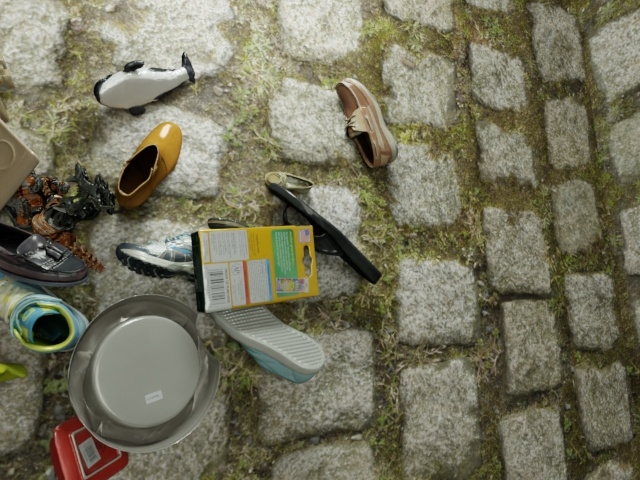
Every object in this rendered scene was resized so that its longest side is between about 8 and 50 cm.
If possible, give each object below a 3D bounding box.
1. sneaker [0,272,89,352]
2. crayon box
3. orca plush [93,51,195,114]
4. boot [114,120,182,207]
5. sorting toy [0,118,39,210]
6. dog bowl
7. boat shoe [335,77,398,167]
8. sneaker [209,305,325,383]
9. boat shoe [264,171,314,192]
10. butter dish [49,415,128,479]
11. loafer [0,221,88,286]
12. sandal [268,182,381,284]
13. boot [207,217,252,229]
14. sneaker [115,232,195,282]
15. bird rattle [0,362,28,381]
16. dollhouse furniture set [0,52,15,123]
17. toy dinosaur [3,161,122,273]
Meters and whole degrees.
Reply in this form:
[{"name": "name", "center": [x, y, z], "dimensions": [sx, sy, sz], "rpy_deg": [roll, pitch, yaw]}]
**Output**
[{"name": "sneaker", "center": [-0.656, 0.133, 0.933], "dimensions": [0.318, 0.208, 0.127], "rpy_deg": [35, 70, -16]}, {"name": "crayon box", "center": [-0.169, 0.069, 1.152], "dimensions": [0.322, 0.083, 0.203], "rpy_deg": [-4, 87, -31]}, {"name": "orca plush", "center": [-0.490, -0.449, 1.175], "dimensions": [0.102, 0.151, 0.287], "rpy_deg": [40, 66, 20]}, {"name": "boot", "center": [-0.424, -0.213, 1.101], "dimensions": [0.104, 0.211, 0.295], "rpy_deg": [29, 70, -19]}, {"name": "sorting toy", "center": [-0.763, -0.186, 0.978], "dimensions": [0.208, 0.038, 0.193], "rpy_deg": [43, 97, 0]}, {"name": "dog bowl", "center": [-0.416, 0.310, 1.025], "dimensions": [0.348, 0.102, 0.349], "rpy_deg": [18, 61, -37]}, {"name": "boat shoe", "center": [0.140, -0.391, 1.451], "dimensions": [0.116, 0.123, 0.325], "rpy_deg": [-35, 95, -24]}, {"name": "sneaker", "center": [-0.172, 0.278, 1.185], "dimensions": [0.365, 0.150, 0.135], "rpy_deg": [35, 37, 8]}, {"name": "boat shoe", "center": [-0.096, -0.183, 1.340], "dimensions": [0.152, 0.048, 0.056], "rpy_deg": [13, 75, -23]}, {"name": "butter dish", "center": [-0.546, 0.478, 0.984], "dimensions": [0.160, 0.118, 0.160], "rpy_deg": [-6, 75, -69]}, {"name": "loafer", "center": [-0.666, 0.018, 0.955], "dimensions": [0.302, 0.109, 0.095], "rpy_deg": [17, 112, -1]}, {"name": "sandal", "center": [0.002, 0.001, 1.300], "dimensions": [0.445, 0.167, 0.107], "rpy_deg": [42, 84, -13]}, {"name": "boot", "center": [-0.236, 0.022, 1.226], "dimensions": [0.197, 0.076, 0.137], "rpy_deg": [18, 79, -23]}, {"name": "sneaker", "center": [-0.390, 0.037, 1.149], "dimensions": [0.282, 0.110, 0.122], "rpy_deg": [15, 63, -29]}, {"name": "bird rattle", "center": [-0.735, 0.214, 0.881], "dimensions": [0.143, 0.206, 0.254], "rpy_deg": [-33, 97, -32]}, {"name": "dollhouse furniture set", "center": [-0.817, -0.355, 1.043], "dimensions": [0.144, 0.123, 0.151], "rpy_deg": [-22, 56, -27]}, {"name": "toy dinosaur", "center": [-0.620, -0.071, 1.045], "dimensions": [0.218, 0.164, 0.322], "rpy_deg": [-34, 114, -8]}]
